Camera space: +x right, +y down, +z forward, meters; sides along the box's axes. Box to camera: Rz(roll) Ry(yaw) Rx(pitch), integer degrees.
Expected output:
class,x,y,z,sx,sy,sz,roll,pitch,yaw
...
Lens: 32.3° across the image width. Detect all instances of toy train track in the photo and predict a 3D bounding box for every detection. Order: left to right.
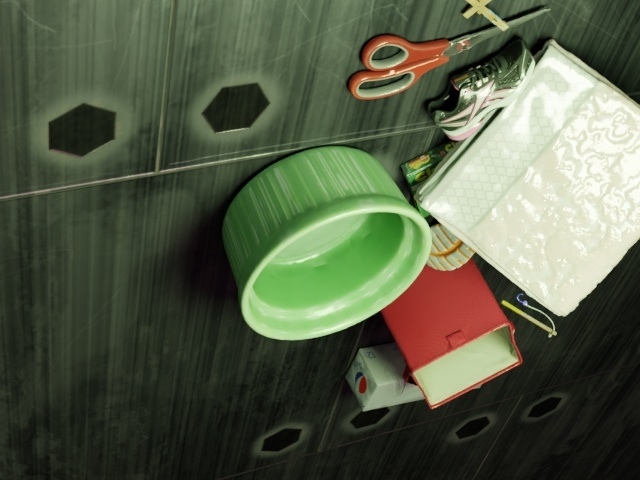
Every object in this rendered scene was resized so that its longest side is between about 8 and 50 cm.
class,x,y,z,sx,sy,sz,roll,pitch,yaw
toy train track,0.224,-0.311,1.494,0.083,0.014,0.048,30,132,-35

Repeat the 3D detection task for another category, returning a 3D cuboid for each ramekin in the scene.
class,x,y,z,sx,sy,sz,roll,pitch,yaw
ramekin,0.000,0.000,1.656,0.303,0.148,0.303,-18,146,-13

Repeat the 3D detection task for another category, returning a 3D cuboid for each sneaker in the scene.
class,x,y,z,sx,sy,sz,roll,pitch,yaw
sneaker,0.252,-0.022,1.866,0.215,0.084,0.083,-38,180,37
sneaker,0.228,-0.220,1.586,0.077,0.072,0.178,26,116,-38

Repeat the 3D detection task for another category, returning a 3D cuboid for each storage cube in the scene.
class,x,y,z,sx,sy,sz,roll,pitch,yaw
storage cube,0.222,0.151,1.975,0.215,0.193,0.183,-27,147,3

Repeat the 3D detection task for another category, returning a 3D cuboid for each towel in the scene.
class,x,y,z,sx,sy,sz,roll,pitch,yaw
towel,0.360,-0.087,1.674,0.317,0.053,0.332,36,111,-10

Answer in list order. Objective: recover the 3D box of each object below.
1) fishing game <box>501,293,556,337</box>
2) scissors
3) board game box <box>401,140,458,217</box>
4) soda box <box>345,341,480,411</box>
class,x,y,z,sx,sy,sz,roll,pitch,yaw
fishing game,0.427,0.027,1.949,0.189,0.041,0.264,35,87,-25
scissors,0.179,-0.262,1.540,0.297,0.021,0.109,-15,143,-18
board game box,0.260,-0.133,1.761,0.260,0.030,0.136,-26,149,0
soda box,0.201,0.254,2.194,0.286,0.091,0.098,-7,142,-28
